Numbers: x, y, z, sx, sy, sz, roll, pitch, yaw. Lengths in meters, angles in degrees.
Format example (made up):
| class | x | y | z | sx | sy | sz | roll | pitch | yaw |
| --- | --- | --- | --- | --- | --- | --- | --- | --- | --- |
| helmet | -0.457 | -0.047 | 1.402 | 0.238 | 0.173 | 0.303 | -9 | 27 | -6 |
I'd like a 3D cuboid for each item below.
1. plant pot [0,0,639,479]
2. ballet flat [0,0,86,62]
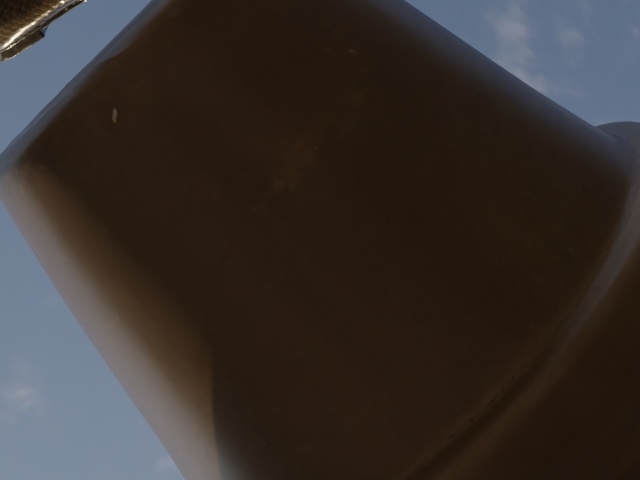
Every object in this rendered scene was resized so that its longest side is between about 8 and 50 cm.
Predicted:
| class | x | y | z | sx | sy | sz | roll | pitch | yaw |
| --- | --- | --- | --- | --- | --- | --- | --- | --- | --- |
| plant pot | 0.000 | 0.000 | 0.611 | 0.263 | 0.263 | 0.229 | -43 | -78 | 13 |
| ballet flat | -0.146 | -0.197 | 0.990 | 0.250 | 0.084 | 0.058 | -27 | -61 | 27 |
